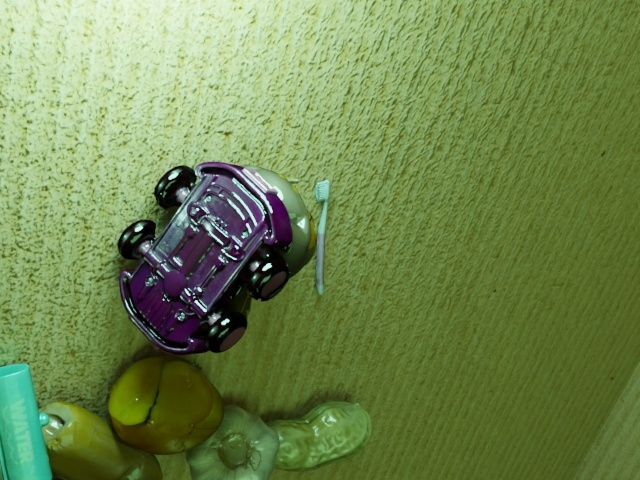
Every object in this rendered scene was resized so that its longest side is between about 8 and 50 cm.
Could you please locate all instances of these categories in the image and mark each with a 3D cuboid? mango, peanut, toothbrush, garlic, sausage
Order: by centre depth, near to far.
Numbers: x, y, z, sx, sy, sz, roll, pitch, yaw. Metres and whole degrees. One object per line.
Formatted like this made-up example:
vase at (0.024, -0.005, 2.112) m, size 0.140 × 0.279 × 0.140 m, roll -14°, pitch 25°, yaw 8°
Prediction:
sausage at (-0.421, 0.412, 1.775) m, size 0.134 × 0.116 × 0.354 m, roll -42°, pitch 142°, yaw -6°
mango at (-0.285, 0.328, 1.794) m, size 0.187 × 0.138 × 0.257 m, roll -63°, pitch 144°, yaw -19°
toothbrush at (0.000, 0.000, 1.825) m, size 0.025 × 0.020 × 0.286 m, roll -14°, pitch 132°, yaw -18°
garlic at (-0.193, 0.457, 2.000) m, size 0.199 × 0.199 × 0.226 m, roll -27°, pitch 170°, yaw -18°
peanut at (-0.020, 0.448, 2.123) m, size 0.305 × 0.147 × 0.147 m, roll -13°, pitch 132°, yaw -24°

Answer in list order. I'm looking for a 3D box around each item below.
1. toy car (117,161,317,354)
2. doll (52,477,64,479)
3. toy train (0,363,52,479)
toy car at (-0.159, 0.028, 1.573) m, size 0.341 × 0.271 × 0.240 m, roll -50°, pitch 160°, yaw 14°
doll at (-0.558, 0.592, 1.793) m, size 0.196 × 0.152 × 0.256 m, roll -3°, pitch 138°, yaw -49°
toy train at (-0.534, 0.321, 1.562) m, size 0.159 × 0.101 × 0.248 m, roll -14°, pitch 102°, yaw -23°
